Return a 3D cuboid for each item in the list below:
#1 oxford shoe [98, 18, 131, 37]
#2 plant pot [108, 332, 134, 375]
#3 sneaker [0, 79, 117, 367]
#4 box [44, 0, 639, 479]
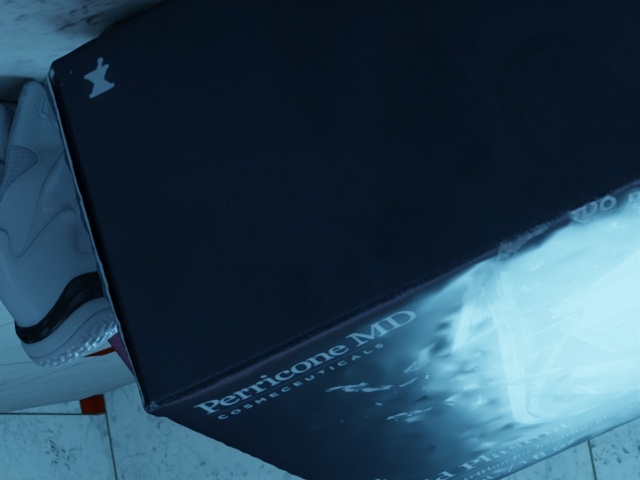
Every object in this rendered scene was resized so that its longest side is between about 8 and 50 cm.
[{"bbox_3d":[-0.092,-0.116,1.518,0.123,0.130,0.348,-56,142,6],"label":"oxford shoe"},{"bbox_3d":[-0.192,0.058,2.054,0.201,0.180,0.201,-20,-163,6],"label":"plant pot"},{"bbox_3d":[-0.206,-0.070,1.579,0.137,0.210,0.366,-21,-156,37],"label":"sneaker"},{"bbox_3d":[0.139,-0.040,1.312,0.480,0.297,0.472,-26,153,14],"label":"box"}]
